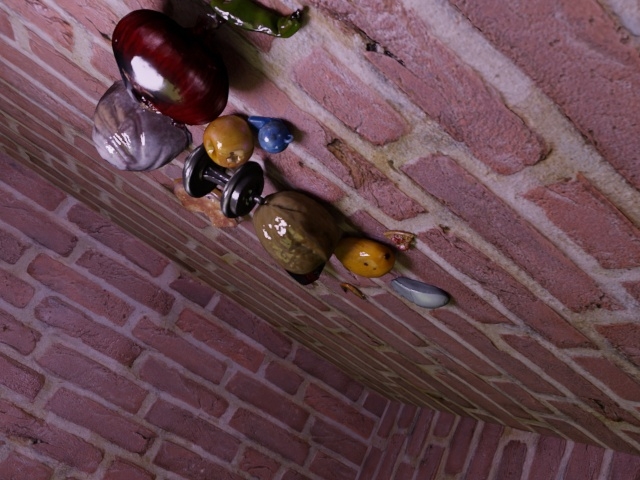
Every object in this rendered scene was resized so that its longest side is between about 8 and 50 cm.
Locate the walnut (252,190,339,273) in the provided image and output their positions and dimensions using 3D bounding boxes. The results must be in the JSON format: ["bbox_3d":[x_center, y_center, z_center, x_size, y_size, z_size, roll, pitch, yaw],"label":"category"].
[{"bbox_3d":[-0.077,-0.030,1.463,0.282,0.228,0.283,34,167,9],"label":"walnut"}]

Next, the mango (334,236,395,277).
[{"bbox_3d":[0.131,0.057,1.552,0.157,0.109,0.262,39,158,-31],"label":"mango"}]

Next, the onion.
[{"bbox_3d":[-0.300,-0.399,1.028,0.273,0.285,0.273,42,-167,-12],"label":"onion"}]

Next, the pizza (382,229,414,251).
[{"bbox_3d":[0.243,-0.002,1.399,0.100,0.029,0.099,34,156,-12],"label":"pizza"}]

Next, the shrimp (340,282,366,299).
[{"bbox_3d":[0.137,0.217,1.992,0.127,0.025,0.091,34,158,1],"label":"shrimp"}]

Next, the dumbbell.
[{"bbox_3d":[-0.289,-0.184,1.413,0.289,0.192,0.192,29,158,15],"label":"dumbbell"}]

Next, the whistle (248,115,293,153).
[{"bbox_3d":[-0.132,-0.269,1.211,0.157,0.090,0.090,14,153,31],"label":"whistle"}]

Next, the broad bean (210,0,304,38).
[{"bbox_3d":[-0.117,-0.428,0.906,0.195,0.046,0.061,16,143,18],"label":"broad bean"}]

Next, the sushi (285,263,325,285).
[{"bbox_3d":[-0.081,0.063,1.808,0.136,0.126,0.225,5,142,48],"label":"sushi"}]

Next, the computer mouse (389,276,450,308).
[{"bbox_3d":[0.334,0.189,1.643,0.228,0.068,0.113,14,152,32],"label":"computer mouse"}]

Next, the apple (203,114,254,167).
[{"bbox_3d":[-0.251,-0.267,1.273,0.146,0.147,0.146,25,157,11],"label":"apple"}]

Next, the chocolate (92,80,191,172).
[{"bbox_3d":[-0.587,-0.321,1.478,0.303,0.213,0.303,26,156,12],"label":"chocolate"}]

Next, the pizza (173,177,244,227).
[{"bbox_3d":[-0.429,-0.151,1.810,0.305,0.086,0.161,30,136,-7],"label":"pizza"}]
